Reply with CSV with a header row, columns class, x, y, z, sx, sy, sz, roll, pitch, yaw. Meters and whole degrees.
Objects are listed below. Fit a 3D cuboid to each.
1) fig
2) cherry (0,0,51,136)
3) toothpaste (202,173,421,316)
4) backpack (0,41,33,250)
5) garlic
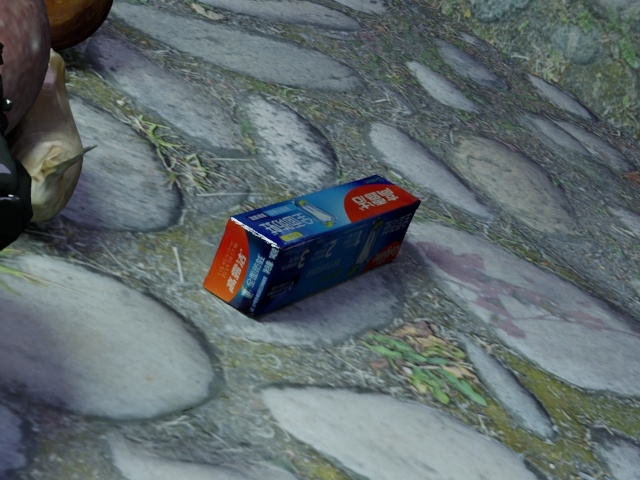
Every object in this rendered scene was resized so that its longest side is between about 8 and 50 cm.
class,x,y,z,sx,sy,sz,roll,pitch,yaw
fig,-0.330,-0.301,1.687,0.205,0.205,0.205,23,22,-10
cherry,-0.369,-0.168,1.258,0.261,0.221,0.307,-12,26,-36
toothpaste,0.000,-0.001,1.493,0.066,0.076,0.320,30,21,18
backpack,-0.352,-0.017,0.911,0.363,0.255,0.446,11,28,-19
garlic,-0.249,-0.079,1.319,0.090,0.128,0.198,28,18,-28
